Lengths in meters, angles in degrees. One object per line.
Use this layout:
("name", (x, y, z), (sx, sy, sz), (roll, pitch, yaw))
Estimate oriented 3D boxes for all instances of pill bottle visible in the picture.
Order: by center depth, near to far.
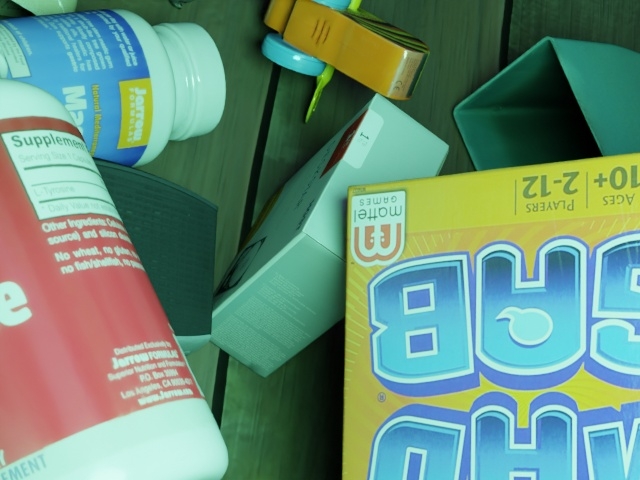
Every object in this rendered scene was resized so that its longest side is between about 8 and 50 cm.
("pill bottle", (-0.249, 0.033, 1.113), (0.229, 0.229, 0.408), (-17, 74, -36))
("pill bottle", (-0.229, -0.133, 1.404), (0.272, 0.152, 0.152), (-12, 72, -34))

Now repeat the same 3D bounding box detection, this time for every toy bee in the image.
("toy bee", (0.004, -0.243, 1.600), (0.298, 0.195, 0.162), (50, 26, 14))

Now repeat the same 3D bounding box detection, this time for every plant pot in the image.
("plant pot", (0.308, -0.121, 1.722), (0.234, 0.165, 0.166), (-9, 70, -42))

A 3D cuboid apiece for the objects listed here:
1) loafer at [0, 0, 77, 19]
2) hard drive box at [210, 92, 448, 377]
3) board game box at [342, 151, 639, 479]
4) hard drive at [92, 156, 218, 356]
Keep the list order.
("loafer", (-0.344, -0.229, 1.419), (0.268, 0.102, 0.092), (1, 60, -31))
("hard drive box", (0.000, 0.000, 1.422), (0.089, 0.232, 0.181), (36, 52, -11))
("board game box", (0.262, 0.139, 1.257), (0.356, 0.356, 0.356), (14, 75, -52))
("hard drive", (-0.186, 0.012, 1.340), (0.254, 0.054, 0.172), (16, 73, -50))
